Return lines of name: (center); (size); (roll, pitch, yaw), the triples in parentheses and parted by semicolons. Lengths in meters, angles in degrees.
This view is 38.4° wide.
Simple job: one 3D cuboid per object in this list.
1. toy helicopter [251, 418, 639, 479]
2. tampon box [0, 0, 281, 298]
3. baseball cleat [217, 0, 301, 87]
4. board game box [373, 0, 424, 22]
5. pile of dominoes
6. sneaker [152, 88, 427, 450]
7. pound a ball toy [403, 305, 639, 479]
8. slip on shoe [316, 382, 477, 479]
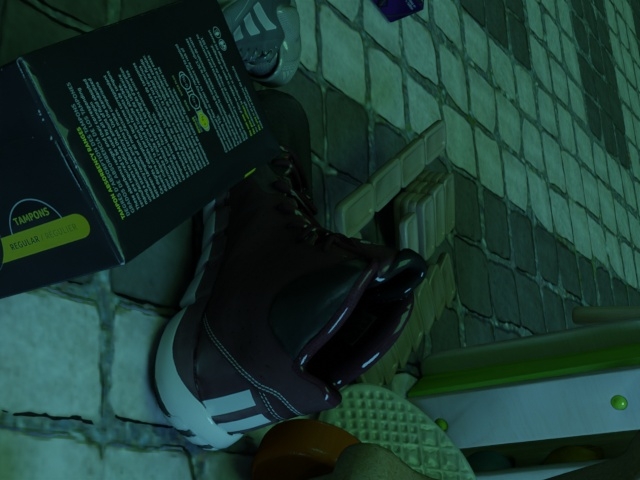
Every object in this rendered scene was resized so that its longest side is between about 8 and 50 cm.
toy helicopter: (0.110, 0.188, 0.523); (0.235, 0.355, 0.140); (43, 41, -16)
tampon box: (-0.120, -0.050, 0.482); (0.161, 0.120, 0.101); (-43, 114, -55)
baseball cleat: (-0.059, -0.144, 0.666); (0.109, 0.072, 0.206); (64, 36, -30)
board game box: (0.005, -0.401, 0.897); (0.347, 0.056, 0.208); (39, 42, -44)
pile of dominoes: (0.062, 0.014, 0.816); (0.251, 0.040, 0.196); (-41, 132, -54)
sneaker: (0.000, 0.000, 0.610); (0.106, 0.163, 0.281); (42, 45, -42)
pound a ball toy: (0.235, 0.141, 0.775); (0.208, 0.319, 0.135); (-29, 103, -58)
slip on shoe: (0.088, 0.264, 0.715); (0.123, 0.101, 0.331); (-35, 95, -35)
